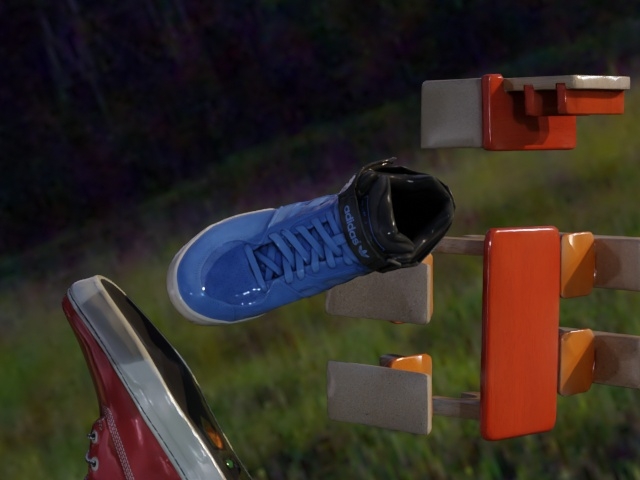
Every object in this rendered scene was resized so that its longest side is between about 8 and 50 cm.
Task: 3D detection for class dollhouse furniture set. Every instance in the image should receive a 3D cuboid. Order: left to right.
[{"bbox_3d":[0.143,0.012,1.247,0.135,0.259,0.262,4,6,45],"label":"dollhouse furniture set"}]

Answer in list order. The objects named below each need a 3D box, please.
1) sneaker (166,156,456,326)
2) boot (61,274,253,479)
[{"bbox_3d":[0.000,-0.001,0.890,0.152,0.058,0.084,-13,-9,-30],"label":"sneaker"},{"bbox_3d":[-0.151,0.160,1.181,0.176,0.244,0.088,-33,-12,10],"label":"boot"}]
